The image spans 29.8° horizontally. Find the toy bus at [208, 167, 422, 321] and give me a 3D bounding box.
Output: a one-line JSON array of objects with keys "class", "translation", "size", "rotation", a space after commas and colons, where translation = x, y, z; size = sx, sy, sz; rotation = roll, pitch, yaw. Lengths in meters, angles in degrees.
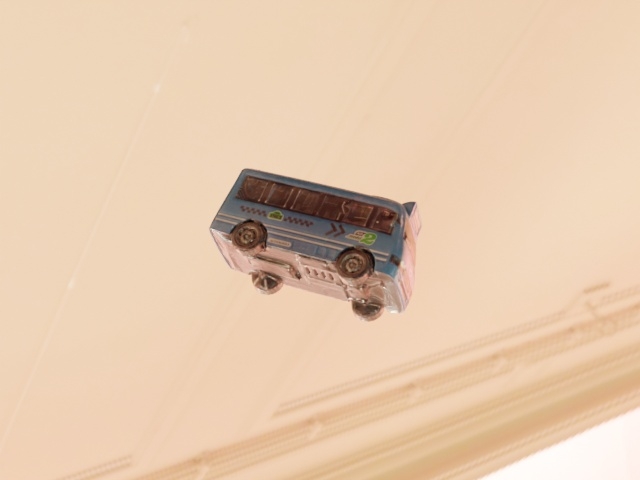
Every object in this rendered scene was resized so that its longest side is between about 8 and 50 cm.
[{"class": "toy bus", "translation": [0.000, 0.000, 0.497], "size": [0.083, 0.038, 0.046], "rotation": [14, -117, 21]}]
